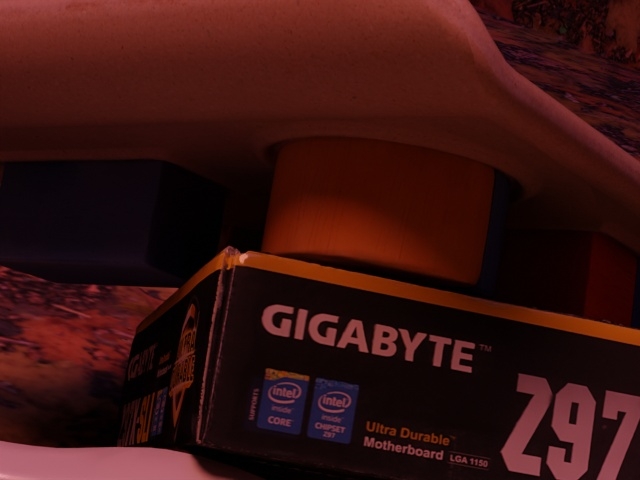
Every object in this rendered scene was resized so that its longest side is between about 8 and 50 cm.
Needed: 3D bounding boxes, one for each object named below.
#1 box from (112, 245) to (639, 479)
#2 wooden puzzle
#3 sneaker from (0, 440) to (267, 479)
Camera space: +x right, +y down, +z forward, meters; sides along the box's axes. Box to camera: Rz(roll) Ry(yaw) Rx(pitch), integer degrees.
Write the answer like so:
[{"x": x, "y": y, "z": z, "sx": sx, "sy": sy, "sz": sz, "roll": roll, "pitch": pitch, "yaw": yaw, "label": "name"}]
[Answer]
[{"x": 0.084, "y": 0.086, "z": 0.697, "sx": 0.322, "sy": 0.079, "sz": 0.257, "roll": 12, "pitch": -10, "yaw": -11, "label": "box"}, {"x": 0.000, "y": 0.000, "z": 0.705, "sx": 0.322, "sy": 0.080, "sz": 0.348, "roll": 2, "pitch": -18, "yaw": 35, "label": "wooden puzzle"}, {"x": -0.112, "y": 0.133, "z": 0.541, "sx": 0.290, "sy": 0.106, "sz": 0.123, "roll": 13, "pitch": 33, "yaw": 0, "label": "sneaker"}]
